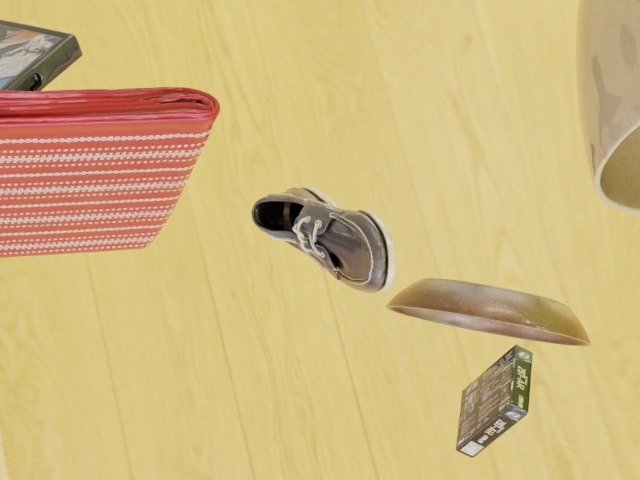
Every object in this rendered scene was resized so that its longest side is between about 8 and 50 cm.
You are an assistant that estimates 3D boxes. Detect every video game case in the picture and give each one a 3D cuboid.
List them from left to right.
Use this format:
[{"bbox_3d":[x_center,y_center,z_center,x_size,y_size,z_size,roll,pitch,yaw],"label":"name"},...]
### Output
[{"bbox_3d":[-0.439,-0.166,1.444,0.275,0.035,0.248,15,49,34],"label":"video game case"}]

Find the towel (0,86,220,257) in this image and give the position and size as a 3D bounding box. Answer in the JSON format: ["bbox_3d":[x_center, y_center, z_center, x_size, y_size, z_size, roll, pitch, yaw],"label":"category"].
[{"bbox_3d":[-0.206,-0.050,1.080,0.199,0.275,0.031,-3,68,-20],"label":"towel"}]

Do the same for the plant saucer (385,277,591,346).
[{"bbox_3d":[0.163,0.067,1.267,0.199,0.198,0.036,11,84,5],"label":"plant saucer"}]

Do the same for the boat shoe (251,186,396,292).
[{"bbox_3d":[0.000,0.000,1.188,0.065,0.206,0.075,-3,108,-26],"label":"boat shoe"}]

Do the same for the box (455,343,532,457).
[{"bbox_3d":[0.146,0.136,1.117,0.018,0.083,0.067,27,44,-14],"label":"box"}]

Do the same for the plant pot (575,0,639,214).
[{"bbox_3d":[0.260,-0.155,0.726,0.284,0.284,0.191,-14,71,-3],"label":"plant pot"}]
